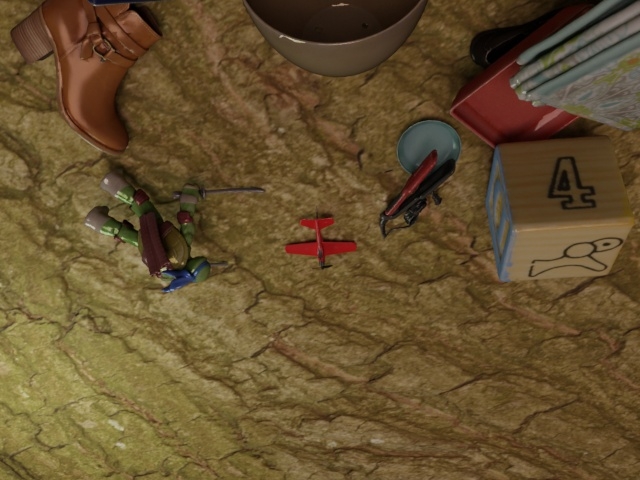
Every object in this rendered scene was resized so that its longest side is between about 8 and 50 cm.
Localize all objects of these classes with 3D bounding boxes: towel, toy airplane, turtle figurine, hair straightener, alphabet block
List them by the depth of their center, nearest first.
[{"bbox_3d":[0.505,-0.278,0.972,0.321,0.090,0.375,4,162,-37],"label":"towel"},{"bbox_3d":[0.414,-0.053,1.226,0.197,0.193,0.192,-3,150,4],"label":"alphabet block"},{"bbox_3d":[0.191,-0.073,1.322,0.089,0.047,0.230,21,131,-17],"label":"hair straightener"},{"bbox_3d":[-0.301,-0.026,1.356,0.266,0.274,0.197,33,144,4],"label":"turtle figurine"},{"bbox_3d":[0.000,0.000,1.404,0.151,0.028,0.151,2,124,2],"label":"toy airplane"}]

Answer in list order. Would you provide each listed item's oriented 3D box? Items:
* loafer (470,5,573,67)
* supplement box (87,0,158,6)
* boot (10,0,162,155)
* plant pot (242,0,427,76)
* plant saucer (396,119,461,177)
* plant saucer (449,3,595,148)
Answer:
[{"bbox_3d":[0.365,-0.325,1.147,0.220,0.078,0.080,-14,122,11],"label":"loafer"},{"bbox_3d":[-0.261,-0.520,0.896,0.194,0.195,0.356,35,126,20],"label":"supplement box"},{"bbox_3d":[-0.359,-0.302,1.186,0.220,0.109,0.283,-25,112,13],"label":"boot"},{"bbox_3d":[0.028,-0.363,1.051,0.284,0.283,0.191,-3,161,4],"label":"plant pot"},{"bbox_3d":[0.202,-0.174,1.287,0.120,0.021,0.119,1,123,1],"label":"plant saucer"},{"bbox_3d":[0.368,-0.261,1.147,0.258,0.047,0.259,-36,146,25],"label":"plant saucer"}]
